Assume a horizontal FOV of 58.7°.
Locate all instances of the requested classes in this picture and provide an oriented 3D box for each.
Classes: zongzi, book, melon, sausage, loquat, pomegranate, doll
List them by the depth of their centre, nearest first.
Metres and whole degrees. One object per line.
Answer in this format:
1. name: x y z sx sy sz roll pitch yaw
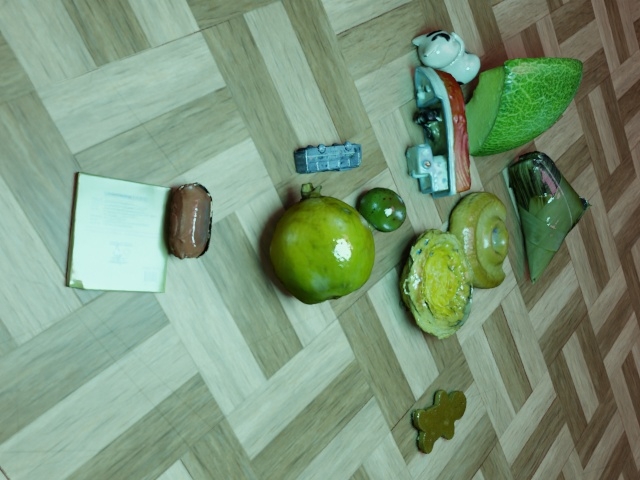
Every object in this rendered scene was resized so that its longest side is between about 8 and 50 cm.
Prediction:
1. book: -0.336 -0.009 0.970 0.168 0.013 0.192 8 83 -40
2. sausage: -0.233 -0.035 1.020 0.076 0.076 0.141 6 86 -39
3. loquat: 0.000 0.000 1.137 0.214 0.214 0.245 -9 83 -40
4. pomegranate: 0.129 -0.055 1.304 0.142 0.114 0.114 -50 121 -3
5. doll: 0.332 -0.479 1.485 0.181 0.110 0.107 27 111 -37
6. melon: 0.574 -0.399 1.561 0.344 0.226 0.331 -14 138 -13
7. zongzi: 0.640 -0.072 1.707 0.289 0.154 0.317 41 69 -23

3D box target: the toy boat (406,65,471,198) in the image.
1. toy boat: 0.279 -0.271 1.422 0.133 0.145 0.331 -6 92 -12

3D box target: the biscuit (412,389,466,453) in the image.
1. biscuit: 0.314 0.458 1.480 0.205 0.031 0.138 -23 103 -38

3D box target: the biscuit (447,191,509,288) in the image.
1. biscuit: 0.439 -0.001 1.565 0.213 0.091 0.273 0 90 -42

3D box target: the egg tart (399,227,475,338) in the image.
1. egg tart: 0.275 0.107 1.419 0.291 0.107 0.290 5 83 -44

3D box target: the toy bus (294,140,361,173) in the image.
1. toy bus: 0.019 -0.182 1.253 0.166 0.047 0.065 -12 101 -38
